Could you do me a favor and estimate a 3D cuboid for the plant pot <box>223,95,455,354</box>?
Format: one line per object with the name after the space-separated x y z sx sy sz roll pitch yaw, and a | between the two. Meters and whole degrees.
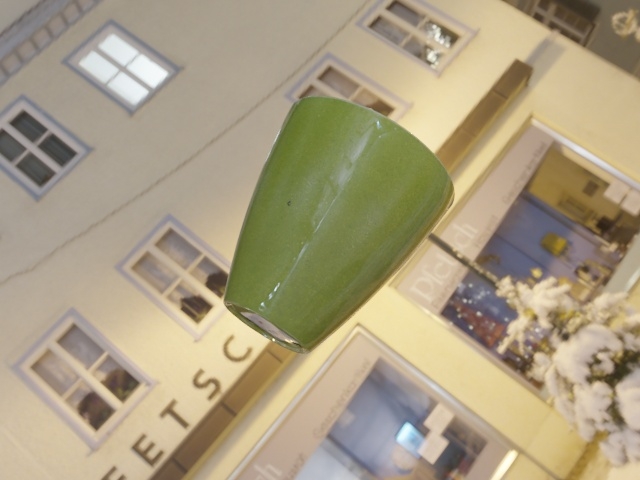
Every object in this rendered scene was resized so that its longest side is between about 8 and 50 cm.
0.000 0.000 1.000 0.293 0.275 0.275 -59 -14 -18 | plant pot
